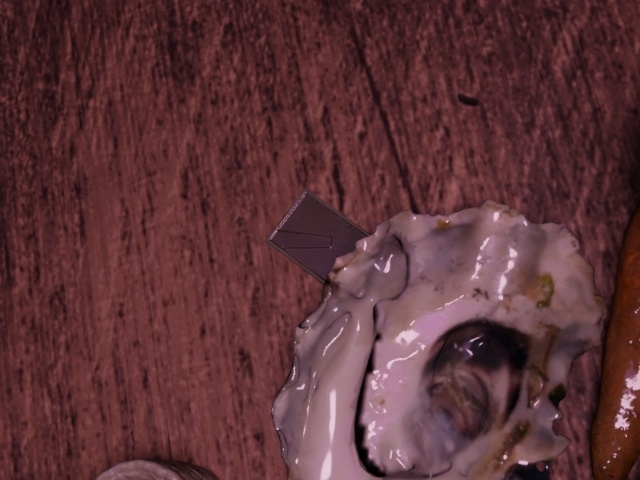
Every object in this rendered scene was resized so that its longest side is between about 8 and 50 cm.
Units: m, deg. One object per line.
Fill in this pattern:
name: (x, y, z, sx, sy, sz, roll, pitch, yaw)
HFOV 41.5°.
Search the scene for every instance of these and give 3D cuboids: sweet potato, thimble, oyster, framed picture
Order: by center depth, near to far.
sweet potato: (0.278, 0.069, 0.705, 0.072, 0.066, 0.314, 6, 80, 31)
oyster: (0.090, 0.124, 0.711, 0.238, 0.115, 0.351, 22, 87, 7)
thimble: (-0.149, 0.245, 0.741, 0.115, 0.090, 0.102, -7, 73, 12)
framed picture: (0.000, 0.000, 0.807, 0.089, 0.006, 0.066, 35, 87, 17)

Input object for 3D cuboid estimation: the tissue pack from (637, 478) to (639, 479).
tissue pack: (0.240, 0.242, 0.576, 0.270, 0.209, 0.137, -29, 79, 17)
